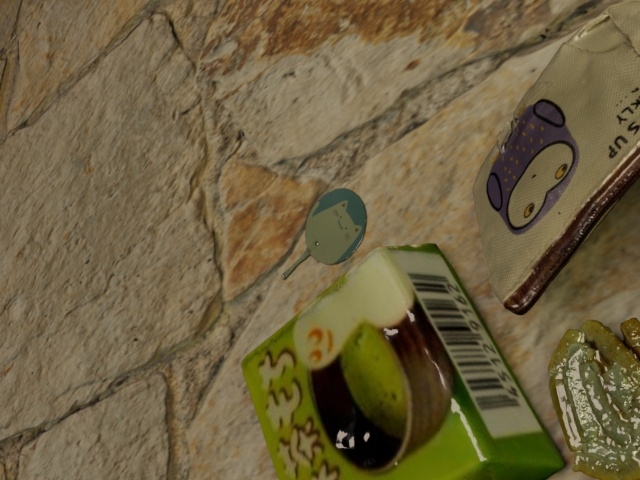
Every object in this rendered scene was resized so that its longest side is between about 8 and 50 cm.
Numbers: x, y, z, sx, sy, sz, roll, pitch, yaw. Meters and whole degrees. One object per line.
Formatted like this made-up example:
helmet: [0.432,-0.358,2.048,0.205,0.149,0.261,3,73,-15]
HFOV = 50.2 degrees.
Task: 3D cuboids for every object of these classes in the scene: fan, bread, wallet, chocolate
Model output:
fan: [0.000,0.000,0.991,0.175,0.005,0.113,-45,51,23]
bread: [0.279,0.150,0.649,0.117,0.064,0.156,-32,58,30]
wallet: [0.255,-0.104,0.671,0.335,0.068,0.274,-57,13,27]
chocolate: [0.065,0.189,0.780,0.289,0.137,0.300,-42,52,25]
